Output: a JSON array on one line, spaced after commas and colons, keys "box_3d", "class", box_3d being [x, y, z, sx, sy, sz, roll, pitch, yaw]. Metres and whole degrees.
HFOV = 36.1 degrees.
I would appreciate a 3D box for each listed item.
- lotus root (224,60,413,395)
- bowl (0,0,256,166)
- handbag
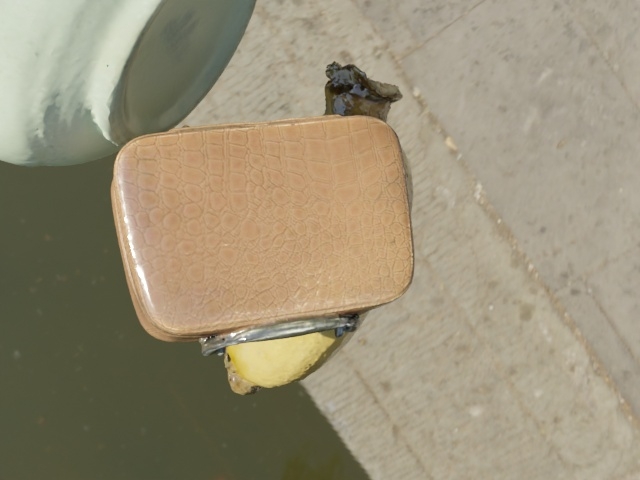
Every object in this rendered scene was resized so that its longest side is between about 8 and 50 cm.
[{"box_3d": [0.002, 0.001, 0.849, 0.131, 0.146, 0.303, 18, 103, -18], "class": "lotus root"}, {"box_3d": [-0.154, -0.175, 0.685, 0.163, 0.307, 0.307, 35, 116, 10], "class": "bowl"}, {"box_3d": [-0.038, -0.003, 0.657, 0.193, 0.072, 0.151, -4, 79, -17], "class": "handbag"}]
